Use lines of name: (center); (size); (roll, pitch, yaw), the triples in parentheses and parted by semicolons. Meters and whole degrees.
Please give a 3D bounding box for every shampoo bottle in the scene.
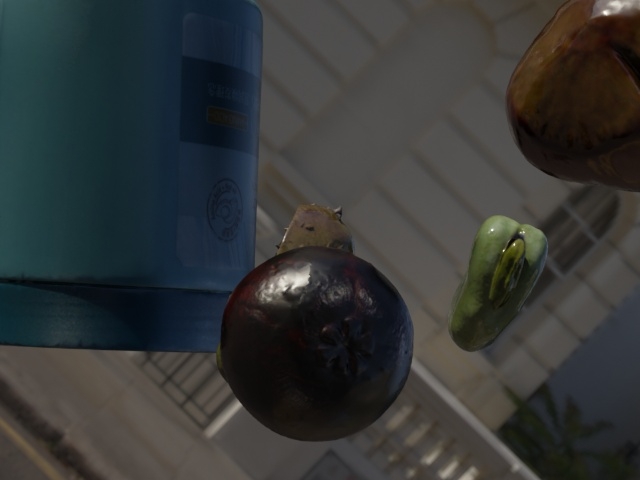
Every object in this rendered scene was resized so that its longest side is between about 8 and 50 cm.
shampoo bottle: (-0.224, -0.071, 1.265); (0.331, 0.342, 0.331); (2, -3, 0)

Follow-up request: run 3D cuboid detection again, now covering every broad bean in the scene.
broad bean: (0.238, 0.064, 1.812); (0.100, 0.169, 0.228); (21, -27, 3)

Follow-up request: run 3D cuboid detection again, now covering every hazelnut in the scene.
hazelnut: (0.302, -0.143, 1.246); (0.217, 0.251, 0.217); (45, 35, -44)

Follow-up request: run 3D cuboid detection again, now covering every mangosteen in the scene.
mangosteen: (-0.008, 0.076, 0.985); (0.152, 0.152, 0.152); (44, -1, 1)

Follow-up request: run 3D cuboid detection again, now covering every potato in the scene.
potato: (0.000, 0.000, 1.612); (0.100, 0.089, 0.172); (25, 12, 1)
